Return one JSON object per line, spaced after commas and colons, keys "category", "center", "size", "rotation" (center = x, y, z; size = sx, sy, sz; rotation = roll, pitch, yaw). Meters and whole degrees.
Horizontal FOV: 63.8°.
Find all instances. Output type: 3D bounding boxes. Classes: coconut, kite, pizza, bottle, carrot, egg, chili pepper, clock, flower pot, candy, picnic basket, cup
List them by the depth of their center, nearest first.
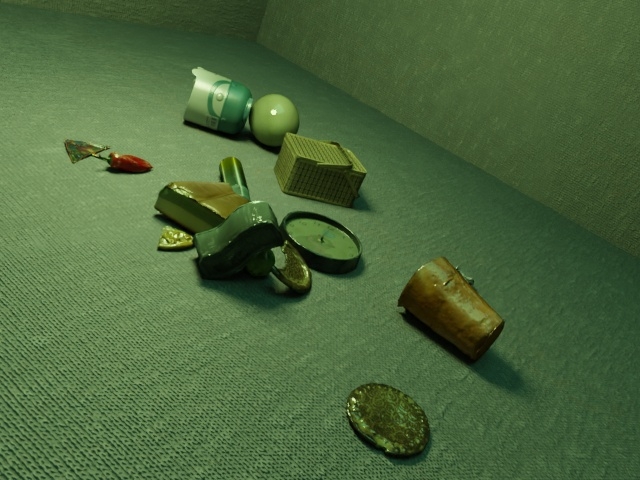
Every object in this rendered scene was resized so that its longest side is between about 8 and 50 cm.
{"category": "flower pot", "center": [-0.211, 0.000, 1.305], "size": [0.103, 0.229, 0.108], "rotation": [56, 5, -40]}
{"category": "coconut", "center": [-0.164, 0.054, 1.369], "size": [0.088, 0.088, 0.096], "rotation": [2, 7, -34]}
{"category": "pizza", "center": [-0.396, -0.013, 1.371], "size": [0.123, 0.026, 0.108], "rotation": [-10, 40, -46]}
{"category": "carrot", "center": [0.368, 0.194, 1.423], "size": [0.196, 0.196, 0.254], "rotation": [-11, 45, -47]}
{"category": "chili pepper", "center": [-0.600, -0.241, 1.590], "size": [0.059, 0.050, 0.191], "rotation": [39, 19, 34]}
{"category": "kite", "center": [-0.727, -0.278, 1.602], "size": [0.159, 0.010, 0.190], "rotation": [27, 29, 3]}
{"category": "clock", "center": [0.000, 0.000, 1.617], "size": [0.281, 0.055, 0.280], "rotation": [18, 29, -10]}
{"category": "bottle", "center": [-0.282, -0.180, 1.689], "size": [0.082, 0.082, 0.286], "rotation": [11, 30, -23]}
{"category": "candy", "center": [0.424, 0.125, 1.725], "size": [0.226, 0.051, 0.094], "rotation": [4, 36, -33]}
{"category": "picnic basket", "center": [0.004, -0.276, 1.977], "size": [0.313, 0.175, 0.228], "rotation": [11, 29, -23]}
{"category": "cup", "center": [-0.427, -0.563, 2.144], "size": [0.258, 0.219, 0.290], "rotation": [17, -4, -13]}
{"category": "egg", "center": [-0.197, -0.511, 2.192], "size": [0.219, 0.219, 0.269], "rotation": [18, 25, -10]}

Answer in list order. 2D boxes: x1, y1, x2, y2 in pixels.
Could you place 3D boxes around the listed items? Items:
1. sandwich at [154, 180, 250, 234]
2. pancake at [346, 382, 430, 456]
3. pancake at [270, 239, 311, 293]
{"category": "sandwich", "center": [-0.331, -0.104, 1.482], "size": [0.220, 0.108, 0.186], "rotation": [30, 28, 2]}
{"category": "pancake", "center": [0.146, 0.378, 1.098], "size": [0.199, 0.021, 0.199], "rotation": [18, 28, -10]}
{"category": "pancake", "center": [-0.084, 0.065, 1.403], "size": [0.184, 0.020, 0.190], "rotation": [28, 30, -45]}
